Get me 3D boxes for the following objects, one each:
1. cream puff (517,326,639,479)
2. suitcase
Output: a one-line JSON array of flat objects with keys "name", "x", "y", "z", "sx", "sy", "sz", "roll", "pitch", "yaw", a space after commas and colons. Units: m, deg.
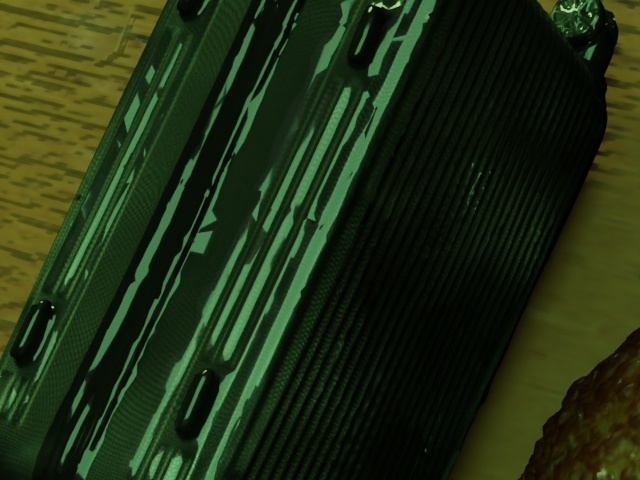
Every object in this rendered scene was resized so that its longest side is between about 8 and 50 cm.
[{"name": "cream puff", "x": 0.181, "y": 0.128, "z": 0.654, "sx": 0.240, "sy": 0.164, "sz": 0.240, "roll": -3, "pitch": 75, "yaw": 11}, {"name": "suitcase", "x": 0.000, "y": 0.000, "z": 0.726, "sx": 0.128, "sy": 0.202, "sz": 0.312, "roll": 19, "pitch": 81, "yaw": 32}]
